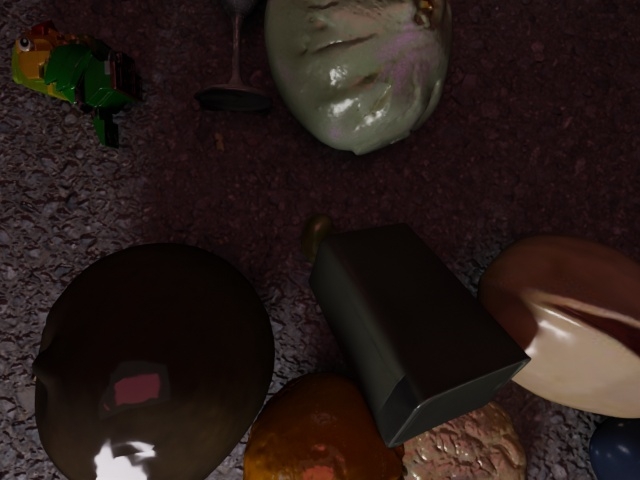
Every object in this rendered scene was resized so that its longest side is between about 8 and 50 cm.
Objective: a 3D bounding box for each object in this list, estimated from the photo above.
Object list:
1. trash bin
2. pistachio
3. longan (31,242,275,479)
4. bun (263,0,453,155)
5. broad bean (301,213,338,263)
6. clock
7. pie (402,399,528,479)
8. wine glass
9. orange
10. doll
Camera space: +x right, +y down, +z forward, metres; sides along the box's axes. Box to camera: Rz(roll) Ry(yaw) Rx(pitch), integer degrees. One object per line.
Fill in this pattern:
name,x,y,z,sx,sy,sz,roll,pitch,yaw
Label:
trash bin,0.107,0.100,0.531,0.164,0.122,0.240,-9,47,-25
pistachio,0.344,0.110,0.549,0.309,0.230,0.229,25,86,-1
longan,-0.193,0.150,0.507,0.298,0.297,0.297,0,86,-1
bun,0.076,-0.271,0.555,0.293,0.187,0.293,-1,93,-26
broad bean,0.000,0.000,0.643,0.063,0.045,0.083,-12,94,-13
clock,0.498,0.285,0.579,0.243,0.146,0.199,-34,130,-7
pie,0.208,0.317,0.619,0.218,0.052,0.185,37,88,4
wine glass,-0.123,-0.315,0.617,0.156,0.156,0.232,2,91,-1
orange,0.006,0.282,0.534,0.219,0.193,0.219,5,84,-45
doll,-0.363,-0.241,0.622,0.186,0.106,0.134,29,98,1
